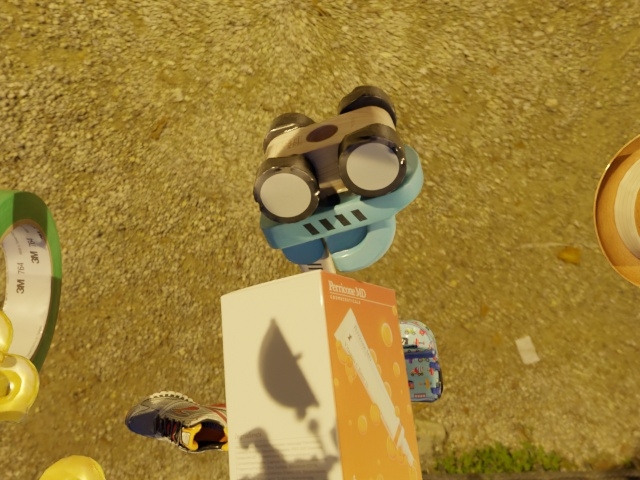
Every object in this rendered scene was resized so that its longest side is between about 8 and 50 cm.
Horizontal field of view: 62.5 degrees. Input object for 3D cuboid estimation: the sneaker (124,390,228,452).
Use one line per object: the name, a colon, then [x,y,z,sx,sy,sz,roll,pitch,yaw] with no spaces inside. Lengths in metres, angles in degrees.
sneaker: [-0.250,0.338,0.973,0.225,0.093,0.088,4,97,2]

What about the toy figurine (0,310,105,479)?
toy figurine: [-0.290,0.114,0.255,0.217,0.191,0.362,-45,77,26]

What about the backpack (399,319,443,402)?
backpack: [0.172,0.244,1.091,0.158,0.117,0.173,1,72,7]

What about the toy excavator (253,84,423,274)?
toy excavator: [0.000,0.000,0.997,0.432,0.222,0.445,-16,123,11]

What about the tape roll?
tape roll: [-0.483,0.083,0.786,0.077,0.321,0.321,3,114,-6]

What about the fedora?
fedora: [0.398,-0.030,0.570,0.194,0.079,0.194,-1,101,-8]

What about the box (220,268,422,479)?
box: [0.007,0.235,0.703,0.168,0.345,0.215,-17,160,30]
